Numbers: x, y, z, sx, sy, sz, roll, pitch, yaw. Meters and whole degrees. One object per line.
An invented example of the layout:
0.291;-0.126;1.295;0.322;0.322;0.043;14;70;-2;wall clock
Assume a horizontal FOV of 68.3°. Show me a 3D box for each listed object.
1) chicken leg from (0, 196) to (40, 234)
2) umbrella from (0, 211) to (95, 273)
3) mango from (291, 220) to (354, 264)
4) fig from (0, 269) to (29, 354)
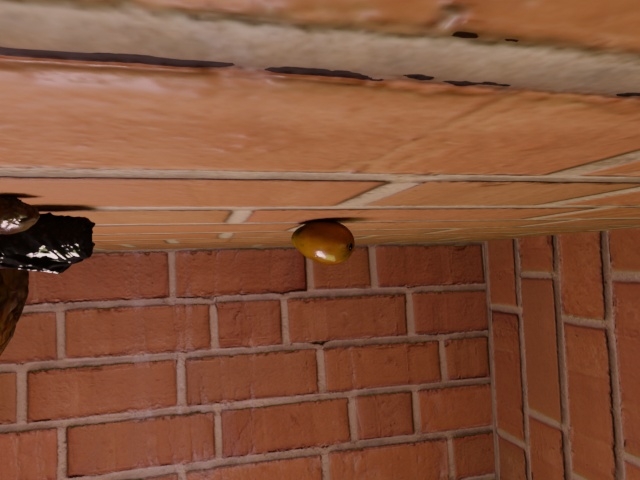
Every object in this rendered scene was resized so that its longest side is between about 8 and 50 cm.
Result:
-0.413;-0.021;0.509;0.198;0.068;0.085;-8;155;-13;chicken leg
-0.472;0.004;0.623;0.327;0.090;0.094;-1;-179;-6;umbrella
0.005;0.001;0.970;0.111;0.089;0.163;11;-176;-17;mango
-0.644;0.075;0.911;0.287;0.286;0.369;-4;-154;34;fig
